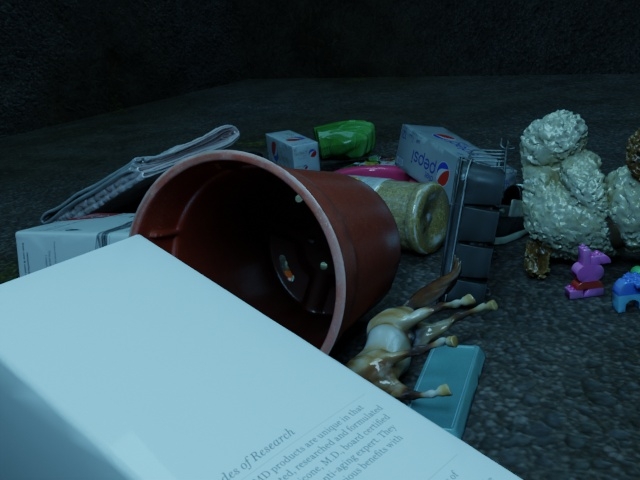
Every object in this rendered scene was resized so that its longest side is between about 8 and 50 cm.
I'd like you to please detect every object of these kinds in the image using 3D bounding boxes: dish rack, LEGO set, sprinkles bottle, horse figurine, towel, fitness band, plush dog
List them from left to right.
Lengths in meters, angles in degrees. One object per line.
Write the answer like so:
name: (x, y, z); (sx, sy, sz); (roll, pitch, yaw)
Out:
towel: (-0.366, -0.126, 1.606); (0.332, 0.053, 0.317); (-23, 6, 35)
sprinkles bottle: (0.042, -0.056, 1.355); (0.355, 0.121, 0.121); (9, 23, 37)
fitness band: (0.100, -0.093, 1.570); (0.209, 0.054, 0.291); (1, 20, 12)
horse figurine: (0.094, 0.115, 0.882); (0.174, 0.066, 0.263); (-20, 17, 35)
dish rack: (0.227, -0.036, 1.123); (0.074, 0.208, 0.271); (11, 22, 12)
plush dog: (0.412, -0.044, 1.110); (0.225, 0.262, 0.210); (-5, 49, 35)
LEGO set: (0.443, 0.029, 1.016); (0.227, 0.093, 0.087); (-7, 19, -3)

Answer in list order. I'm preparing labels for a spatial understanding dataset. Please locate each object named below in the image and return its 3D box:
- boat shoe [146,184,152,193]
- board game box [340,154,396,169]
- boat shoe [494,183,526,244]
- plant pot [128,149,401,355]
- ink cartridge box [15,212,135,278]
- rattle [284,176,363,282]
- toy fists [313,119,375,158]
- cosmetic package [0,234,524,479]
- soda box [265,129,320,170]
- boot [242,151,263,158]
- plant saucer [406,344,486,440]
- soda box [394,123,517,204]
boat shoe: (-0.177, -0.082, 1.544); (0.335, 0.095, 0.112); (-9, 19, -9)
board game box: (0.187, -0.158, 1.762); (0.260, 0.030, 0.136); (8, 25, 37)
boat shoe: (0.347, -0.060, 1.341); (0.233, 0.079, 0.084); (-20, 21, -39)
plant pot: (-0.041, 0.023, 0.942); (0.272, 0.272, 0.265); (3, 9, 26)
ink cartridge box: (-0.283, 0.026, 1.189); (0.273, 0.114, 0.197); (2, 11, 21)
rattle: (0.000, 0.000, 1.188); (0.200, 0.142, 0.130); (-12, 37, -36)
toy fists: (0.063, -0.250, 1.960); (0.142, 0.096, 0.279); (-12, 9, 0)
cosmetic package: (-0.054, 0.168, 0.461); (0.366, 0.197, 0.155); (26, 34, 31)
soda box: (-0.072, -0.224, 1.969); (0.069, 0.073, 0.216); (-12, 20, -18)
boot: (-0.264, -0.165, 1.816); (0.207, 0.094, 0.246); (3, 13, 15)
plant saucer: (0.132, 0.159, 0.846); (0.067, 0.018, 0.192); (0, 20, 20)
soda box: (0.251, -0.140, 1.500); (0.098, 0.091, 0.286); (1, 23, -23)
